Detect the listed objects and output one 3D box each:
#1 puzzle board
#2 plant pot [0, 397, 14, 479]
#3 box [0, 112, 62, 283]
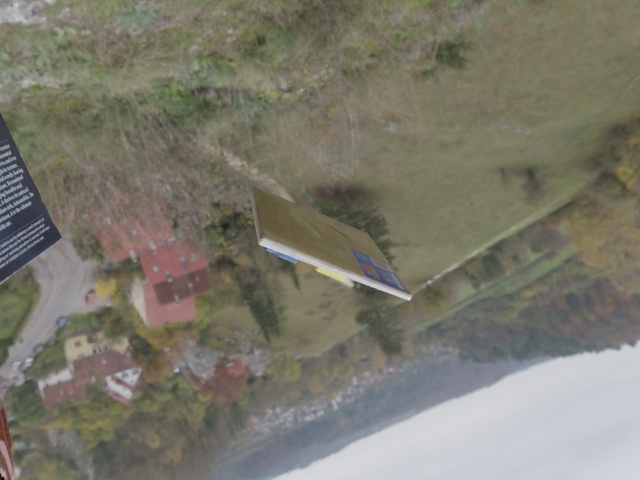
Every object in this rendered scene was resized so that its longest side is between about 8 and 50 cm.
[{"bbox_3d":[0.000,0.000,0.421,0.096,0.011,0.128,22,-167,-15],"label":"puzzle board"},{"bbox_3d":[-0.422,0.175,0.542,0.265,0.272,0.272,-14,163,-22],"label":"plant pot"},{"bbox_3d":[-0.542,-0.067,0.785,0.296,0.293,0.182,-16,-163,10],"label":"box"}]
